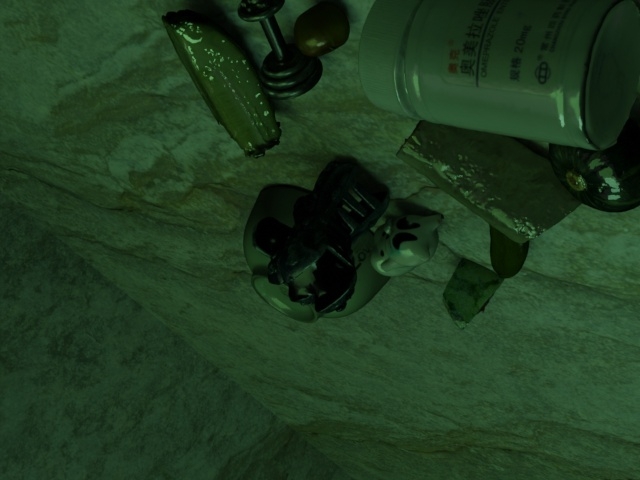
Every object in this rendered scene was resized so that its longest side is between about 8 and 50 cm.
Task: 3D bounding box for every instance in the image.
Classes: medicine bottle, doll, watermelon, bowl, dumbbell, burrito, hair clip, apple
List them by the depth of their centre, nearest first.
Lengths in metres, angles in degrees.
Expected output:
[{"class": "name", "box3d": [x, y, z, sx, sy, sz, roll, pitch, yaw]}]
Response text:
[{"class": "medicine bottle", "box3d": [0.228, -0.235, 1.339, 0.332, 0.190, 0.190, 15, 152, 35]}, {"class": "apple", "box3d": [0.000, -0.323, 1.587, 0.074, 0.089, 0.089, 58, 151, -12]}, {"class": "burrito", "box3d": [0.270, -0.102, 1.641, 0.299, 0.105, 0.143, 32, 120, 5]}, {"class": "dumbbell", "box3d": [-0.075, -0.334, 1.661, 0.110, 0.110, 0.255, 15, 145, 35]}, {"class": "hair clip", "box3d": [-0.003, 0.000, 1.948, 0.194, 0.310, 0.206, 41, 136, -17]}, {"class": "doll", "box3d": [0.163, 0.007, 2.016, 0.106, 0.110, 0.181, 15, 163, -10]}, {"class": "watermelon", "box3d": [0.311, 0.093, 2.088, 0.098, 0.121, 0.158, 42, -155, 16]}, {"class": "bowl", "box3d": [-0.035, 0.059, 2.277, 0.353, 0.185, 0.354, 27, 156, 13]}]

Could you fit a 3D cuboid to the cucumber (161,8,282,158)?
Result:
[{"class": "cucumber", "box3d": [-0.178, -0.304, 1.850, 0.145, 0.105, 0.325, 49, 173, 44]}]

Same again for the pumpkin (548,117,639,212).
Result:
[{"class": "pumpkin", "box3d": [0.398, -0.115, 1.446, 0.167, 0.125, 0.167, 43, 151, 31]}]

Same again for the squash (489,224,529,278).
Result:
[{"class": "squash", "box3d": [0.332, -0.009, 1.819, 0.071, 0.080, 0.318, -10, 147, 6]}]
